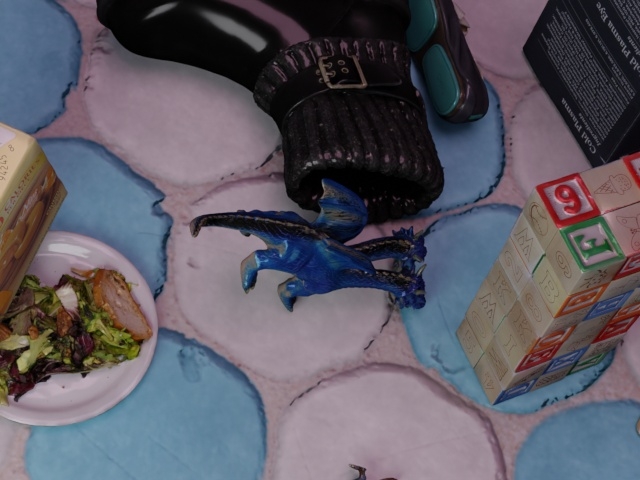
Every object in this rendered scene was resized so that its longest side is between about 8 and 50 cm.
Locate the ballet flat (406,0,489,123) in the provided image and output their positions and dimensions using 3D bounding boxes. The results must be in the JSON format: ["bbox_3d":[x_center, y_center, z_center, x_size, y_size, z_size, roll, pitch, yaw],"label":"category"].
[{"bbox_3d":[0.134,-0.209,1.517,0.074,0.074,0.203,-9,60,-14],"label":"ballet flat"}]

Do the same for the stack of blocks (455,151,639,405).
[{"bbox_3d":[0.247,0.034,1.284,0.171,0.297,0.087,-18,67,-18],"label":"stack of blocks"}]

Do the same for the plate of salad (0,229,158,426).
[{"bbox_3d":[-0.252,0.076,1.316,0.200,0.048,0.199,4,65,-8],"label":"plate of salad"}]

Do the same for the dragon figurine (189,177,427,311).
[{"bbox_3d":[0.000,0.000,1.313,0.144,0.289,0.085,-18,60,24],"label":"dragon figurine"}]

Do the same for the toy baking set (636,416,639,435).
[{"bbox_3d":[0.441,0.140,1.417,0.256,0.030,0.196,5,64,-8],"label":"toy baking set"}]

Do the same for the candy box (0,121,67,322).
[{"bbox_3d":[-0.333,0.057,1.195,0.088,0.183,0.316,25,78,5],"label":"candy box"}]

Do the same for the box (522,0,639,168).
[{"bbox_3d":[0.431,-0.262,1.452,0.343,0.312,0.179,-20,69,-19],"label":"box"}]

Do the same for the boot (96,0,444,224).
[{"bbox_3d":[-0.051,-0.152,1.415,0.348,0.131,0.260,1,64,-10],"label":"boot"}]

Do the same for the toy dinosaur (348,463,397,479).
[{"bbox_3d":[0.024,0.246,1.289,0.090,0.047,0.082,19,81,-12],"label":"toy dinosaur"}]
